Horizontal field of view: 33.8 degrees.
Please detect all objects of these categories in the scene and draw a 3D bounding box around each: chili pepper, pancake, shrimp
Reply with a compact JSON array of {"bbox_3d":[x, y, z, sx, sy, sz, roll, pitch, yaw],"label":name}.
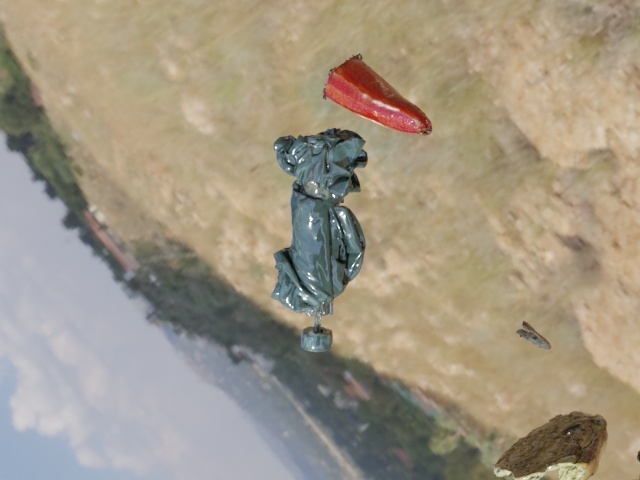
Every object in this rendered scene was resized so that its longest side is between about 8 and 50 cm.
[{"bbox_3d":[0.094,-0.197,1.518,0.169,0.088,0.065,37,151,25],"label":"chili pepper"},{"bbox_3d":[0.436,0.374,1.871,0.056,0.257,0.212,65,156,-9],"label":"pancake"},{"bbox_3d":[0.454,0.200,2.293,0.083,0.023,0.114,47,170,-30],"label":"shrimp"}]

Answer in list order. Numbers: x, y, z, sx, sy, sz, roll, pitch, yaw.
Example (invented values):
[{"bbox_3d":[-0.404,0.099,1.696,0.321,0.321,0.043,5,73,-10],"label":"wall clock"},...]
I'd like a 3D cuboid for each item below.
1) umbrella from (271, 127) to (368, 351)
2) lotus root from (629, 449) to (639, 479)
[{"bbox_3d":[-0.002,-0.001,1.630,0.094,0.143,0.348,-54,-35,-76],"label":"umbrella"},{"bbox_3d":[0.511,0.439,1.612,0.154,0.154,0.278,-150,66,-66],"label":"lotus root"}]
